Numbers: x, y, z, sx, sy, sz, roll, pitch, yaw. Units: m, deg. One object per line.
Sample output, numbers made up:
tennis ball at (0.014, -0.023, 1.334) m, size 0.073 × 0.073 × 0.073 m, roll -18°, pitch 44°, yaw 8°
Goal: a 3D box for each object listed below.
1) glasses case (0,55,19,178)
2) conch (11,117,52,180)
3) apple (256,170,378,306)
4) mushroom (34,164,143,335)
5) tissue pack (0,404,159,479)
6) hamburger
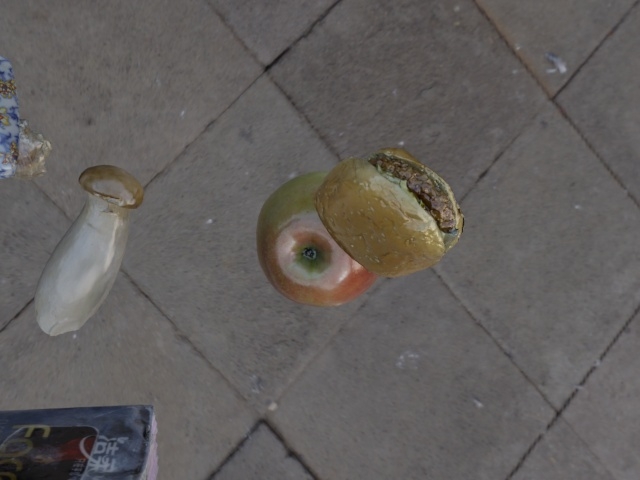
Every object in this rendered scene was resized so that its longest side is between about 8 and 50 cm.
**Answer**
glasses case at (-0.591, -0.227, 1.370) m, size 0.086 × 0.065 × 0.248 m, roll 0°, pitch 65°, yaw -24°
conch at (-0.660, -0.188, 1.517) m, size 0.245 × 0.178 × 0.163 m, roll -20°, pitch 100°, yaw -45°
apple at (0.000, 0.000, 1.702) m, size 0.319 × 0.277 × 0.319 m, roll 3°, pitch 98°, yaw 24°
mushroom at (-0.413, 0.024, 1.348) m, size 0.128 × 0.128 × 0.350 m, roll 20°, pitch 115°, yaw -15°
tissue pack at (-0.385, 0.303, 0.907) m, size 0.361 × 0.259 × 0.122 m, roll -2°, pitch 109°, yaw -3°
hamburger at (0.122, -0.048, 1.405) m, size 0.259 × 0.283 × 0.144 m, roll 47°, pitch 57°, yaw -1°
